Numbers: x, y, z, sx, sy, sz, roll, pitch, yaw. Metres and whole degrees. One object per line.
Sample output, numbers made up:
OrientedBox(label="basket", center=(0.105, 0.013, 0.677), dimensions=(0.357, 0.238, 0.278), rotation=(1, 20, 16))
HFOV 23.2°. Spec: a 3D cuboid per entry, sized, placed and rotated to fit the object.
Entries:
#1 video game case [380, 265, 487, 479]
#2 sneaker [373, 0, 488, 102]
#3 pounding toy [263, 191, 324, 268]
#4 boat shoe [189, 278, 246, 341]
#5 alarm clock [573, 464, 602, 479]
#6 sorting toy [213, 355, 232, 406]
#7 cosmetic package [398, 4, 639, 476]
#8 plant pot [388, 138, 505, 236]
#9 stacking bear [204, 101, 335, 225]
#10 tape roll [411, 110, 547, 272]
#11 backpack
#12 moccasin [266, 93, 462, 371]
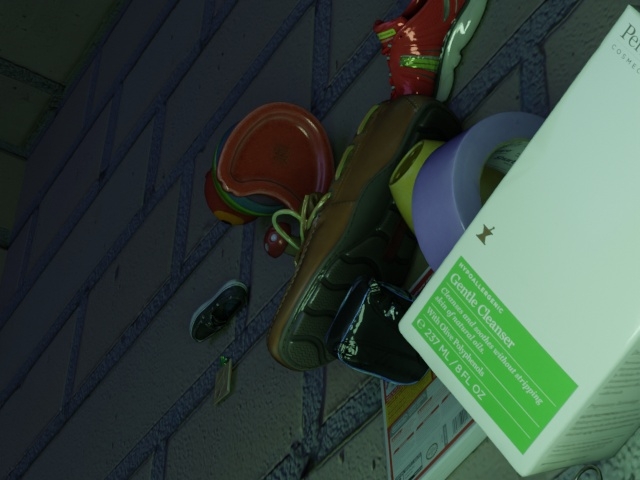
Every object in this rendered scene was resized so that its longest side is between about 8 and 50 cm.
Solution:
OrientedBox(label="video game case", center=(0.132, 0.142, 1.761), dimensions=(0.204, 0.025, 0.285), rotation=(-52, 26, 35))
OrientedBox(label="sneaker", center=(0.114, -0.242, 2.054), dimensions=(0.279, 0.118, 0.107), rotation=(-68, 21, -1))
OrientedBox(label="pounding toy", center=(0.000, 0.000, 2.098), dimensions=(0.183, 0.110, 0.237), rotation=(-63, 21, 10))
OrientedBox(label="boat shoe", center=(-0.164, 0.117, 2.455), dimensions=(0.142, 0.049, 0.040), rotation=(-50, 28, 33))
OrientedBox(label="alarm clock", center=(0.248, 0.260, 1.318), dimensions=(0.129, 0.064, 0.192), rotation=(-57, 26, 26))
OrientedBox(label="sorting toy", center=(-0.145, 0.205, 2.372), dimensions=(0.062, 0.012, 0.083), rotation=(131, 149, -50))
OrientedBox(label="cosmetic package", center=(0.257, 0.004, 1.336), dimensions=(0.197, 0.155, 0.365), rotation=(49, 121, 30))
OrientedBox(label="plant pot", center=(0.136, -0.062, 1.809), dimensions=(0.134, 0.095, 0.134), rotation=(-51, 11, 14))
OrientedBox(label="stacking bear", center=(-0.099, -0.100, 2.385), dimensions=(0.289, 0.175, 0.164), rotation=(151, 135, -69))
OrientedBox(label="tape roll", center=(0.191, -0.029, 1.565), dimensions=(0.080, 0.189, 0.189), rotation=(-30, 42, 56))
OrientedBox(label="backpack", center=(0.073, 0.101, 1.750), dimensions=(0.105, 0.114, 0.084), rotation=(-64, 21, 3))
OrientedBox(label="moccasin", center=(0.034, -0.015, 1.923), dimensions=(0.147, 0.139, 0.380), rotation=(8, 71, 49))
